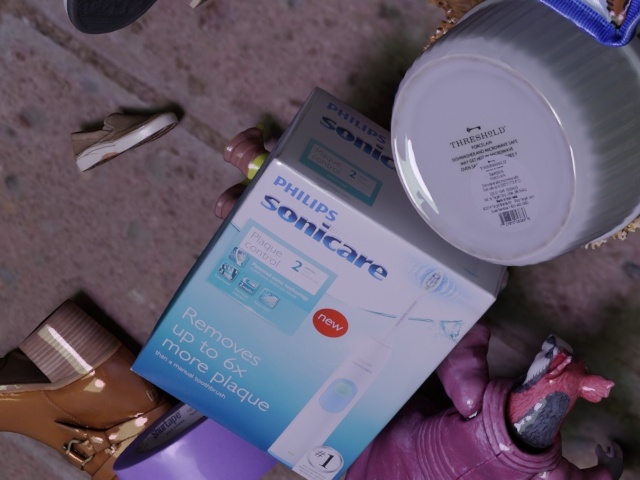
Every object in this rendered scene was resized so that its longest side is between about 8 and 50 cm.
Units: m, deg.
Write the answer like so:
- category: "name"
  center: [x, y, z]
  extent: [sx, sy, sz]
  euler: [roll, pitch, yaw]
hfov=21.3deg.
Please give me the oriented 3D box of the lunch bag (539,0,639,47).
- category: "lunch bag"
  center: [0.220, -0.379, 1.111]
  extent: [0.239, 0.328, 0.385]
  euler: [27, 128, 13]

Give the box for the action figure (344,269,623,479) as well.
- category: "action figure"
  center: [0.123, 0.191, 1.535]
  extent: [0.248, 0.276, 0.370]
  euler: [48, 143, 6]

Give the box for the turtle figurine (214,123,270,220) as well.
- category: "turtle figurine"
  center: [0.000, 0.000, 1.589]
  extent: [0.217, 0.087, 0.269]
  euler: [33, 149, 23]

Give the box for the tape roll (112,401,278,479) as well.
- category: "tape roll"
  center: [-0.111, 0.206, 1.715]
  extent: [0.189, 0.189, 0.080]
  euler: [-29, 100, 38]

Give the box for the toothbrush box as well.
- category: "toothbrush box"
  center: [0.003, 0.048, 1.478]
  extent: [0.216, 0.126, 0.295]
  euler: [33, 128, -6]

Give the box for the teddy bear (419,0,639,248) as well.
- category: "teddy bear"
  center: [0.185, -0.159, 1.364]
  extent: [0.338, 0.113, 0.245]
  euler: [42, 131, 17]

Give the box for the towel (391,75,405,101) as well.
- category: "towel"
  center: [0.120, -0.141, 1.490]
  extent: [0.067, 0.029, 0.119]
  euler: [49, 130, -1]

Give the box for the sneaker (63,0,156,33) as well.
- category: "sneaker"
  center: [-0.191, -0.340, 1.477]
  extent: [0.178, 0.124, 0.295]
  euler: [56, 139, 32]

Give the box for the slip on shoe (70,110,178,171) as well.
- category: "slip on shoe"
  center: [-0.198, -0.108, 1.685]
  extent: [0.135, 0.051, 0.041]
  euler: [-21, 92, 43]

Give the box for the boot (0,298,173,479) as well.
- category: "boot"
  center: [-0.278, 0.210, 1.885]
  extent: [0.220, 0.109, 0.283]
  euler: [47, 122, -6]

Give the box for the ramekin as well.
- category: "ramekin"
  center: [0.150, -0.079, 1.281]
  extent: [0.207, 0.109, 0.207]
  euler: [19, 123, 33]

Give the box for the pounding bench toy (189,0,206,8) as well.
- category: "pounding bench toy"
  center: [-0.104, -0.266, 1.535]
  extent: [0.065, 0.052, 0.083]
  euler: [46, 129, 1]
